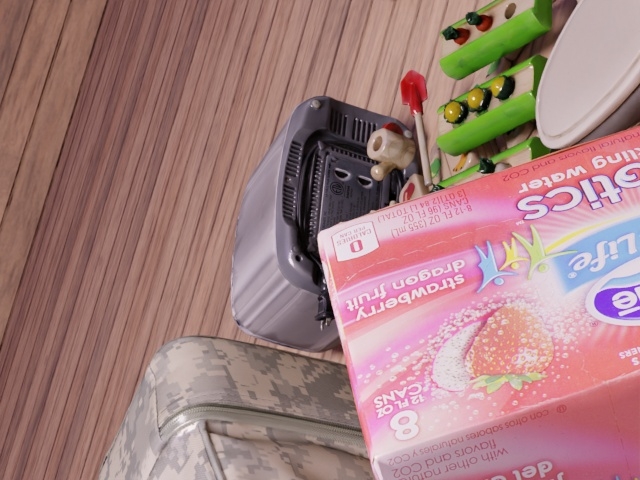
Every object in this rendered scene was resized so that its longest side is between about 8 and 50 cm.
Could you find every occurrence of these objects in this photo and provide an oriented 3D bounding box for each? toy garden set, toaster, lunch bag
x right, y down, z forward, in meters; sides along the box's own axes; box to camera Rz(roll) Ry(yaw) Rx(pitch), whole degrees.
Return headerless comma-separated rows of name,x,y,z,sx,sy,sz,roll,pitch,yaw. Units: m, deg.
toy garden set,0.087,-0.061,1.200,0.204,0.049,0.244,-26,53,50
toaster,0.000,0.000,1.359,0.146,0.129,0.227,133,147,-54
lunch bag,-0.057,0.264,1.145,0.305,0.213,0.256,-62,24,27

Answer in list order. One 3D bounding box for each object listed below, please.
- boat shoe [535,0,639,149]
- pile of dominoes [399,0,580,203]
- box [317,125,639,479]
boat shoe,0.247,-0.164,0.960,0.335,0.096,0.112,122,153,-43
pile of dominoes,0.141,-0.100,1.210,0.251,0.040,0.196,-59,24,30
box,0.167,0.044,0.648,0.154,0.300,0.142,-105,-4,-55
